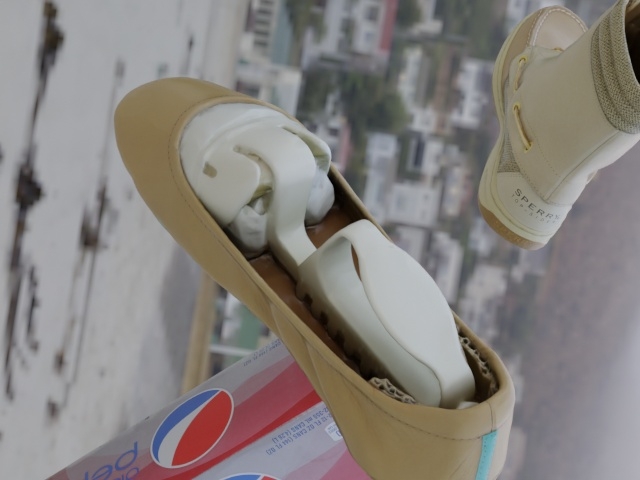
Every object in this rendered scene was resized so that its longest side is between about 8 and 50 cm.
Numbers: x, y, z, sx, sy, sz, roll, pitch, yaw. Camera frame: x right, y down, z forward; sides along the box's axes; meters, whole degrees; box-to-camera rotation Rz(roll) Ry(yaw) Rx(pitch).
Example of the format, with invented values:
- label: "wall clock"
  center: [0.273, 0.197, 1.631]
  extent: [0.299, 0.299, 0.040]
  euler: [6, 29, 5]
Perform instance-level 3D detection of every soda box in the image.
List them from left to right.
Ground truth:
- label: "soda box"
  center: [-0.085, 0.161, 1.028]
  extent: [0.092, 0.263, 0.083]
  euler: [51, 13, -31]

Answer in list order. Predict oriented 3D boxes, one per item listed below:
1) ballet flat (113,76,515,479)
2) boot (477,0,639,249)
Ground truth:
- label: "ballet flat"
  center: [0.000, 0.000, 0.667]
  extent: [0.232, 0.080, 0.073]
  euler: [49, -31, 22]
- label: "boot"
  center: [0.219, -0.140, 1.352]
  extent: [0.203, 0.095, 0.262]
  euler: [-49, -165, 44]
